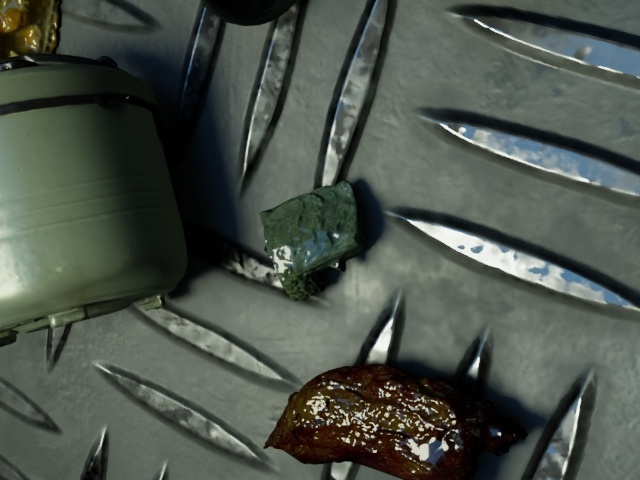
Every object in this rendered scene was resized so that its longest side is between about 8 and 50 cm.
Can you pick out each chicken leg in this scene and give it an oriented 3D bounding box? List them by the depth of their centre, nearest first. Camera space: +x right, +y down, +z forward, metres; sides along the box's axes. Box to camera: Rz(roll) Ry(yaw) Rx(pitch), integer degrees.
[{"bbox_3d":[0.051,0.151,0.663,0.234,0.063,0.105,7,92,29],"label":"chicken leg"}]

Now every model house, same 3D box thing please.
[{"bbox_3d":[0.000,0.000,0.687,0.083,0.066,0.078,-21,72,9],"label":"model house"}]

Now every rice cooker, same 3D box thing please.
[{"bbox_3d":[-0.240,-0.040,0.715,0.226,0.226,0.244,-14,90,27],"label":"rice cooker"}]

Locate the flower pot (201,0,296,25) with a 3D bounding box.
[{"bbox_3d":[-0.084,-0.260,0.664,0.107,0.157,0.157,22,103,37],"label":"flower pot"}]

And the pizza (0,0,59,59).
[{"bbox_3d":[-0.399,-0.221,0.861,0.269,0.087,0.257,14,96,28],"label":"pizza"}]
